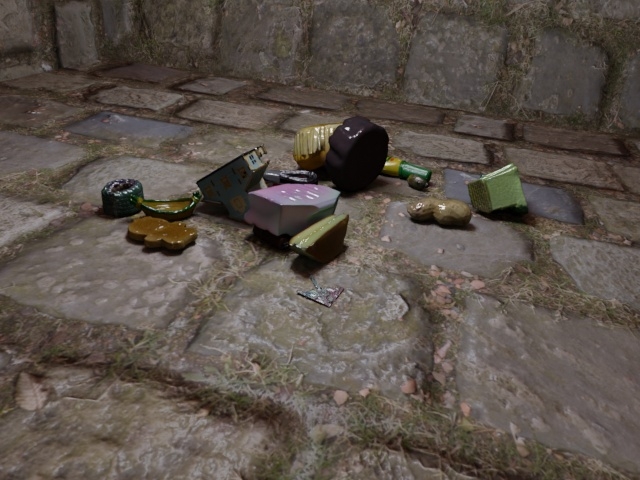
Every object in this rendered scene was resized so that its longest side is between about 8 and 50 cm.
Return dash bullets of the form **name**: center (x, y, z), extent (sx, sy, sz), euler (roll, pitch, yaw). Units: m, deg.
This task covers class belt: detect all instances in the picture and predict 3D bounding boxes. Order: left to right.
- **belt**: center (-0.186, -0.214, 1.921), extent (0.359, 0.094, 0.126), euler (4, 24, -8)

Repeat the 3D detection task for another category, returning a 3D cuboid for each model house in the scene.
- **model house**: center (-0.251, -0.170, 1.747), extent (0.271, 0.207, 0.178), euler (-24, 10, 29)
- **model house**: center (0.662, -0.177, 1.976), extent (0.189, 0.195, 0.214), euler (-13, 9, 15)

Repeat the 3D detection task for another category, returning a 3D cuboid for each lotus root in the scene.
- **lotus root**: center (0.394, -0.234, 2.110), extent (0.099, 0.054, 0.049), euler (27, 25, 34)

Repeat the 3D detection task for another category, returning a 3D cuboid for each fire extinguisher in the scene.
- **fire extinguisher**: center (-0.137, -0.006, 1.602), extent (0.157, 0.045, 0.078), euler (28, 13, 37)

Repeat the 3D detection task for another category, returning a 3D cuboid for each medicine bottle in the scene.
- **medicine bottle**: center (0.322, -0.309, 2.215), extent (0.308, 0.076, 0.111), euler (22, 33, 25)

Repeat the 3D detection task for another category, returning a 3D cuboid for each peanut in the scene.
- **peanut**: center (0.417, -0.104, 1.842), extent (0.227, 0.086, 0.104), euler (9, 47, 8)

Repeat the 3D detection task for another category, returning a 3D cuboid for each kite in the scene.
- **kite**: center (-0.001, 0.132, 1.405), extent (0.139, 0.011, 0.157), euler (-3, 30, -22)

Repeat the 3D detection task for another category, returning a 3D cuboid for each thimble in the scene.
- **thimble**: center (-0.644, -0.142, 1.704), extent (0.118, 0.090, 0.135), euler (19, 33, 27)

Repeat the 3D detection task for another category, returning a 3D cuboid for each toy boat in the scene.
- **toy boat**: center (-0.496, -0.115, 1.683), extent (0.229, 0.088, 0.089), euler (-8, 32, -25)

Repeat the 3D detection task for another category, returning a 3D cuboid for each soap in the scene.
- **soap**: center (-0.069, -0.105, 1.676), extent (0.192, 0.109, 0.323), euler (24, 23, 25)

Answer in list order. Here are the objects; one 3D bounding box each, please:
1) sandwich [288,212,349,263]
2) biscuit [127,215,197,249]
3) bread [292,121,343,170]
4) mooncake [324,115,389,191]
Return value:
- **sandwich**: center (0.000, 0.000, 1.562), extent (0.094, 0.096, 0.258), euler (16, 30, 31)
- **biscuit**: center (-0.483, -0.021, 1.569), extent (0.225, 0.036, 0.166), euler (13, 28, 19)
- **bread**: center (0.053, -0.399, 2.185), extent (0.388, 0.183, 0.236), euler (-16, 17, -40)
- **mooncake**: center (0.132, -0.332, 2.008), extent (0.283, 0.283, 0.141), euler (-21, 39, -41)
